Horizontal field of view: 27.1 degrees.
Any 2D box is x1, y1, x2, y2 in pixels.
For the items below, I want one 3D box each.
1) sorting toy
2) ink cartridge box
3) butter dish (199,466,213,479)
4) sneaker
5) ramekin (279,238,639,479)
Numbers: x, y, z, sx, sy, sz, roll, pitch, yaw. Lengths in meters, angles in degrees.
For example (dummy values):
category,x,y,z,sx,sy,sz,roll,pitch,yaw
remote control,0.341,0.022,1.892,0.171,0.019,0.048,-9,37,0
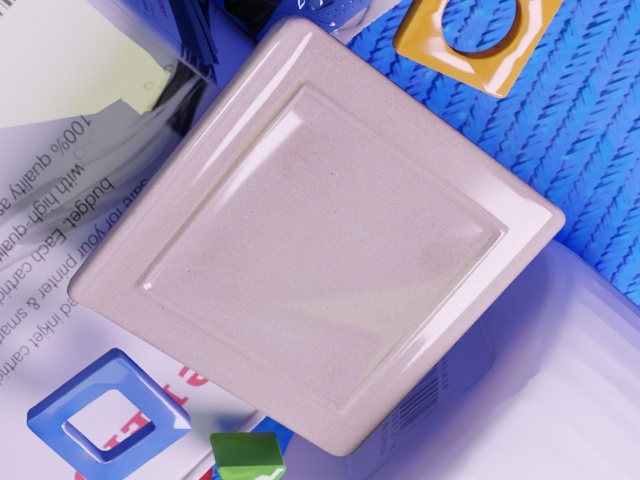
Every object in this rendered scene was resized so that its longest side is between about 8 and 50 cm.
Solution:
category,x,y,z,sx,sy,sz,roll,pitch,yaw
sorting toy,0.000,0.000,0.674,0.196,0.047,0.348,33,107,-26
ink cartridge box,-0.187,-0.043,0.746,0.395,0.166,0.285,40,107,-22
butter dish,-0.174,0.206,0.926,0.160,0.118,0.160,-18,136,-45
sneaker,0.010,-0.169,0.753,0.152,0.058,0.084,-39,124,24
ramekin,0.097,0.127,0.810,0.135,0.277,0.277,43,109,-15
